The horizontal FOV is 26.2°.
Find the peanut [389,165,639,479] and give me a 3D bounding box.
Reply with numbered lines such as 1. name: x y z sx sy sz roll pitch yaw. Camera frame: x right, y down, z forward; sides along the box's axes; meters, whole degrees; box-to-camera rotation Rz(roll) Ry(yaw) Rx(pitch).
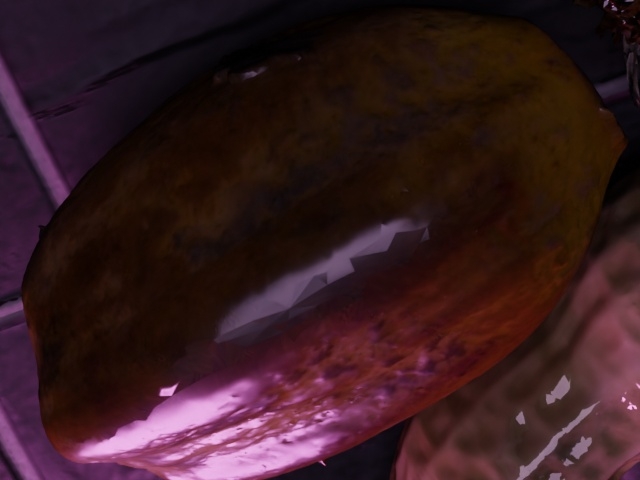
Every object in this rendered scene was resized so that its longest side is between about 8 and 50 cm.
1. peanut: 0.135 0.078 0.708 0.136 0.120 0.298 23 118 -37

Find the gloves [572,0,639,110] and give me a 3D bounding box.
1. gloves: 0.161 -0.173 0.539 0.210 0.135 0.312 -24 137 29

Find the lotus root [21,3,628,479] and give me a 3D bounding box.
1. lotus root: -0.001 -0.006 0.651 0.291 0.193 0.193 -31 111 16
